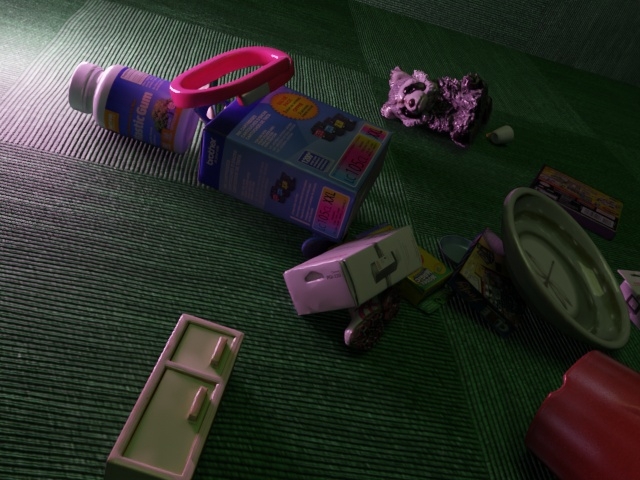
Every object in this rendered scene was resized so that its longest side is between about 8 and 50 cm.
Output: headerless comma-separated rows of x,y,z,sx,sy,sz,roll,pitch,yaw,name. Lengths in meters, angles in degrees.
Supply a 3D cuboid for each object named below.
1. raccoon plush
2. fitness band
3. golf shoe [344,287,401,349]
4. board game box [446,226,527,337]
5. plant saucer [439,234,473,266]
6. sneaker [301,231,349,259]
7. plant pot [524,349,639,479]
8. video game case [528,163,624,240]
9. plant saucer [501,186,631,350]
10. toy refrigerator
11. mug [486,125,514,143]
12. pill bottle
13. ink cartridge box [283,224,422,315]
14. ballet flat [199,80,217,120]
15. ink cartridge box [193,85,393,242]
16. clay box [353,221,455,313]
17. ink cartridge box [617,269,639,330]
0.386,-0.430,2.050,0.299,0.216,0.446,17,2,19,raccoon plush
-0.187,-0.353,1.327,0.209,0.054,0.291,18,42,34,fitness band
0.081,0.141,1.144,0.086,0.068,0.186,9,26,27,golf shoe
0.381,0.084,1.348,0.165,0.042,0.243,44,37,4,board game box
0.332,0.033,1.451,0.119,0.021,0.119,13,35,-9,plant saucer
0.000,0.000,1.298,0.059,0.053,0.144,38,29,23,sneaker
0.480,0.324,0.940,0.272,0.272,0.265,-14,39,-40,plant pot
0.782,-0.124,1.893,0.274,0.035,0.248,30,36,15,video game case
0.514,0.072,1.359,0.400,0.100,0.401,26,44,-28,plant saucer
-0.192,0.227,0.846,0.102,0.094,0.269,19,34,-2,toy refrigerator
0.611,-0.354,2.112,0.064,0.078,0.062,-18,82,-31,mug
-0.422,-0.310,1.414,0.272,0.152,0.152,18,34,-4,pill bottle
0.064,0.054,1.151,0.218,0.158,0.092,-22,95,-46,ink cartridge box
-0.312,-0.366,1.629,0.086,0.086,0.248,9,34,-16,ballet flat
-0.077,-0.192,1.320,0.395,0.151,0.270,23,42,8,ink cartridge box
0.182,0.054,1.315,0.222,0.053,0.127,37,36,23,clay box
0.786,0.154,1.486,0.104,0.060,0.180,6,37,-19,ink cartridge box
